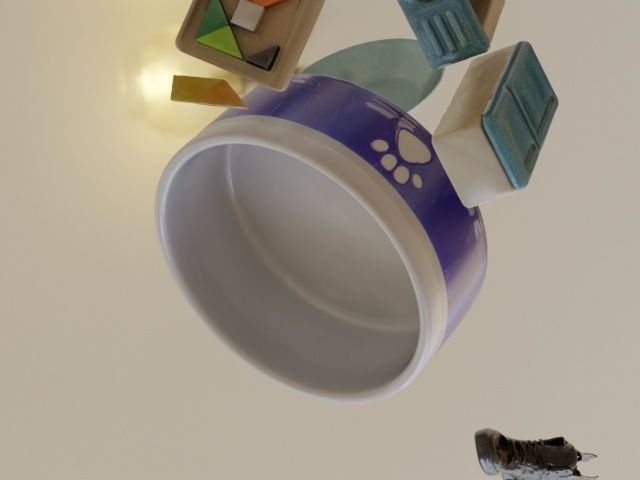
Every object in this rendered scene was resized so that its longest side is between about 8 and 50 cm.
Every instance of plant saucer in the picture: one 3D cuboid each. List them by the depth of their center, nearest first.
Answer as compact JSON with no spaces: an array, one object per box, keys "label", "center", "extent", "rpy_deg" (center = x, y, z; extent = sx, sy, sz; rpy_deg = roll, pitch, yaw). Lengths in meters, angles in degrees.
[{"label":"plant saucer","center":[0.048,-0.155,2.131],"extent":[0.195,0.195,0.037],"rpy_deg":[-84,-23,-54]}]

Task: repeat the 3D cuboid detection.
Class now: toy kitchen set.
[{"label":"toy kitchen set","center":[0.127,-0.154,1.169],"extent":[0.207,0.166,0.122],"rpy_deg":[60,-151,-20]}]

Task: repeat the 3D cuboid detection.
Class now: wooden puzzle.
[{"label":"wooden puzzle","center":[-0.042,-0.130,1.148],"extent":[0.014,0.078,0.116],"rpy_deg":[44,-117,-81]}]

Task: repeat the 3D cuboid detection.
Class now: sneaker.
[{"label":"sneaker","center":[0.228,0.228,2.046],"extent":[0.170,0.089,0.051],"rpy_deg":[43,-144,-56]}]

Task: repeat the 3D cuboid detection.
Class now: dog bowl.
[{"label":"dog bowl","center":[0.000,0.000,1.589],"extent":[0.104,0.265,0.265],"rpy_deg":[-46,-43,-40]}]
